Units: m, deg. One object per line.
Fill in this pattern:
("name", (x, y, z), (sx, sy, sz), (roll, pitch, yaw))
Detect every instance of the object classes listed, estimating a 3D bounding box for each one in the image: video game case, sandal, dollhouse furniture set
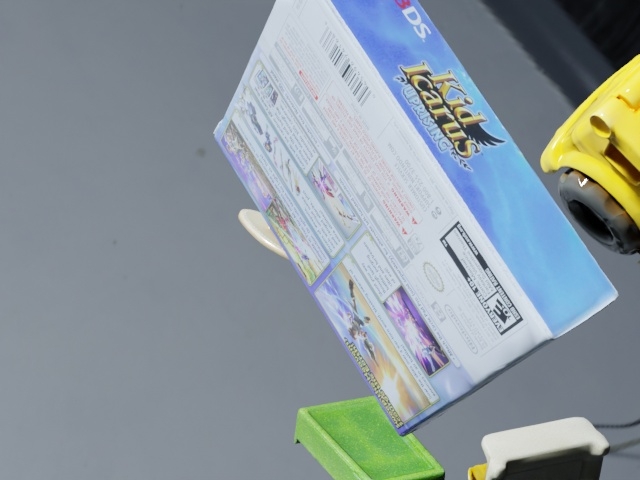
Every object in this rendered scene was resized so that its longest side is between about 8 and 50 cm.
("video game case", (0.044, -0.024, 0.806), (0.061, 0.244, 0.269), (-27, 79, -26))
("sandal", (0.004, 0.000, 1.428), (0.088, 0.079, 0.240), (4, 30, -48))
("dollhouse furniture set", (0.134, 0.274, 1.289), (0.302, 0.197, 0.151), (-6, 24, -26))

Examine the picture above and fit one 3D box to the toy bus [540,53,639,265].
("toy bus", (0.276, -0.043, 0.804), (0.149, 0.211, 0.220), (-42, 84, -8))
